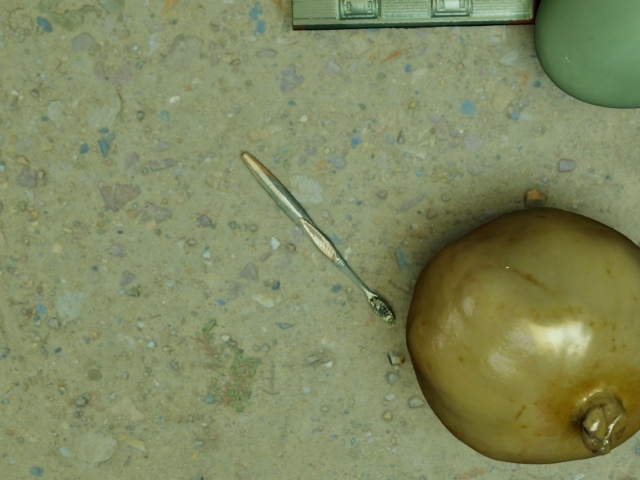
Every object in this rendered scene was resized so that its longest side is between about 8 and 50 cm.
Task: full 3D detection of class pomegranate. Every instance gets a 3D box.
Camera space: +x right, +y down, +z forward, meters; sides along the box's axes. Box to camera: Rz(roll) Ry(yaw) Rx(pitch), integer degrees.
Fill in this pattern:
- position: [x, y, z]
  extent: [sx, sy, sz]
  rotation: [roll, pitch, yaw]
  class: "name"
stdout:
- position: [0.335, 0.152, 1.400]
  extent: [0.411, 0.411, 0.412]
  rotation: [0, 107, -1]
  class: "pomegranate"

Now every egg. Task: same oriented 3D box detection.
- position: [0.483, -0.335, 1.318]
  extent: [0.389, 0.276, 0.276]
  rotation: [-29, 105, 9]
  class: "egg"

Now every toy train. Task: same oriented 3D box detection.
- position: [0.158, -0.356, 1.405]
  extent: [0.409, 0.089, 0.086]
  rotation: [-1, 102, 0]
  class: "toy train"

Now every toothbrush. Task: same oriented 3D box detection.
- position: [0.000, 0.000, 1.536]
  extent: [0.028, 0.037, 0.375]
  rotation: [-40, 101, 7]
  class: "toothbrush"
